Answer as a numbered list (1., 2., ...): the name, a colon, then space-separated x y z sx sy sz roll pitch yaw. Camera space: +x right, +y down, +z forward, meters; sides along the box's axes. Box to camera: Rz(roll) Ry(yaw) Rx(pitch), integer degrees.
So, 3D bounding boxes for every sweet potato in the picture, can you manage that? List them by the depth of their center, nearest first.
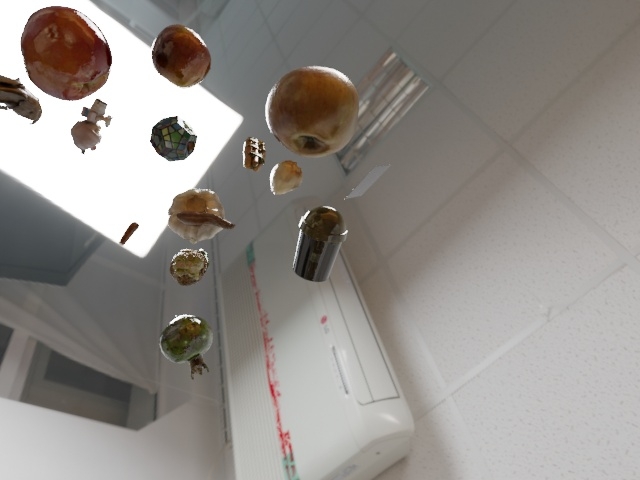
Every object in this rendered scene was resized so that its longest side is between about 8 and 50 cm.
1. sweet potato: -0.357 -0.062 1.568 0.214 0.050 0.050 9 -113 17

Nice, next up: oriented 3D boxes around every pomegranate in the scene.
1. pomegranate: -0.522 0.417 1.969 0.211 0.211 0.263 -35 -101 34

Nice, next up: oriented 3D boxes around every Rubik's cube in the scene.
1. Rubik's cube: -0.416 -0.287 1.402 0.133 0.111 0.133 -8 -141 7

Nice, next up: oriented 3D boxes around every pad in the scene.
1. pad: 0.187 -0.233 1.962 0.190 0.127 0.004 -46 -108 34

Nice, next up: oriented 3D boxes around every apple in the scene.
1. apple: -0.440 -0.577 1.546 0.173 0.195 0.160 -53 170 1
2. apple: -0.024 -0.535 2.107 0.400 0.401 0.333 -23 -109 44

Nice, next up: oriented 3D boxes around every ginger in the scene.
1. ginger: -0.954 -0.415 1.401 0.107 0.309 0.132 25 -73 42

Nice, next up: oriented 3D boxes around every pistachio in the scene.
1. pistachio: -0.143 -0.244 1.931 0.145 0.117 0.200 -47 -164 -19

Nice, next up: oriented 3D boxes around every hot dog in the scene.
1. hot dog: -0.310 -0.410 2.335 0.269 0.109 0.072 -99 -149 -50

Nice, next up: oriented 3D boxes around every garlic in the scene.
1. garlic: -0.429 -0.061 1.730 0.226 0.199 0.199 110 -12 -56

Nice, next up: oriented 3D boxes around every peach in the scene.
1. peach: -0.689 -0.504 1.336 0.243 0.244 0.199 -55 -177 7

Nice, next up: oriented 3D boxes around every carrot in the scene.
1. carrot: -0.636 -0.025 1.642 0.032 0.032 0.093 -13 -138 49

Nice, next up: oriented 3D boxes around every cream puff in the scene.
1. cream puff: -0.522 0.108 1.987 0.115 0.150 0.165 3 -128 24

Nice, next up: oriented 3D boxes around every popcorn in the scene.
1. popcorn: -0.457 0.085 1.705 0.097 0.109 0.089 1 -114 28

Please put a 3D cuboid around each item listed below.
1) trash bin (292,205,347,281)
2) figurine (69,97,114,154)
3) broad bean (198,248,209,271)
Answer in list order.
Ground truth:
1. trash bin: 0.000 0.000 2.190 0.214 0.214 0.333 -123 -139 -55
2. figurine: -0.854 -0.417 1.830 0.137 0.112 0.228 34 -77 18
3. broad bean: -0.576 0.093 2.429 0.061 0.046 0.195 -43 -140 19
